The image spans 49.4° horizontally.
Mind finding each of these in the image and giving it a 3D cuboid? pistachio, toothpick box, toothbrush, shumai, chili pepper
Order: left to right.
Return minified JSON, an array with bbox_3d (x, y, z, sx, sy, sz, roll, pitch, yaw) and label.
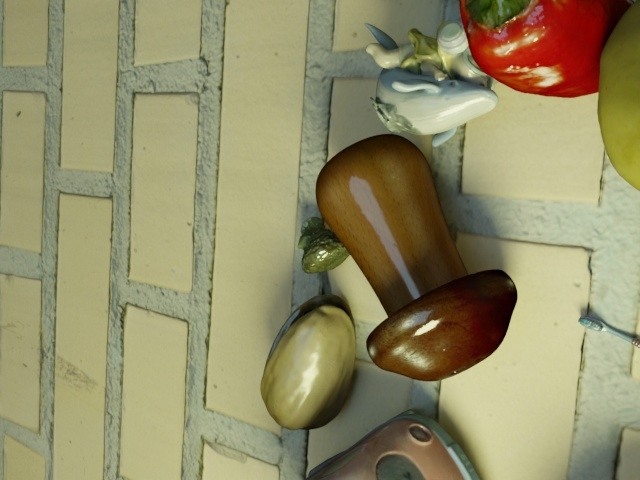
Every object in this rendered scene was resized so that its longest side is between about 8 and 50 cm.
[{"bbox_3d":[-0.012,0.178,0.996,0.129,0.131,0.206,-114,44,-71],"label":"pistachio"},{"bbox_3d":[0.000,0.000,1.004,0.083,0.082,0.081,-32,72,9],"label":"shumai"},{"bbox_3d":[0.112,0.023,0.857,0.192,0.192,0.295,-39,64,32],"label":"toothpick box"},{"bbox_3d":[0.203,-0.214,0.670,0.134,0.338,0.131,25,105,36],"label":"chili pepper"},{"bbox_3d":[0.377,0.126,0.762,0.193,0.019,0.013,25,107,31],"label":"toothbrush"}]

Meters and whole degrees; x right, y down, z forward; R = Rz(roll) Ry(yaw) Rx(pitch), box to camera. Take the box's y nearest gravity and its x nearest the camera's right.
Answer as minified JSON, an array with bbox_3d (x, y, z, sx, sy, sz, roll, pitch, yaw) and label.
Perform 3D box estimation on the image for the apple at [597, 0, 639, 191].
[{"bbox_3d":[0.384,-0.135,0.606,0.262,0.262,0.263,3,95,37],"label":"apple"}]

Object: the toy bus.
[{"bbox_3d":[0.053,0.365,0.886,0.294,0.231,0.197,-41,69,32],"label":"toy bus"}]

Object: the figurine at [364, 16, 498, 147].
[{"bbox_3d":[0.139,-0.209,0.849,0.184,0.128,0.208,-46,50,3],"label":"figurine"}]
